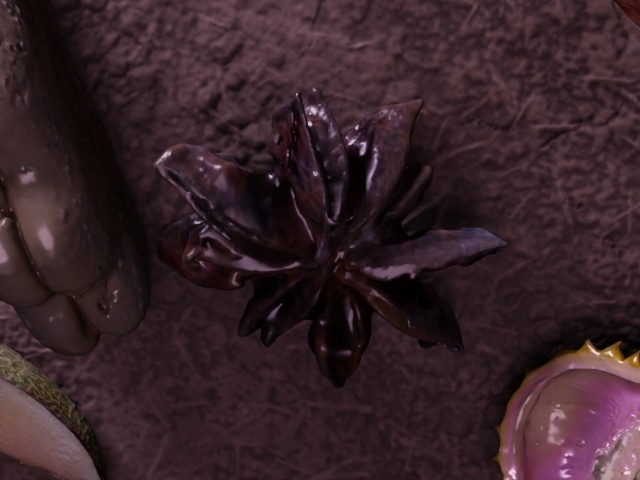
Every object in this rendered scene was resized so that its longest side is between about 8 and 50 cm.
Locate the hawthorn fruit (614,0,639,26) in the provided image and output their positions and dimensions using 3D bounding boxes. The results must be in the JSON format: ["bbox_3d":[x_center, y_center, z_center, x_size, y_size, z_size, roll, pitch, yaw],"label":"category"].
[{"bbox_3d":[0.267,-0.240,0.879,0.284,0.284,0.284,1,112,2],"label":"hawthorn fruit"}]

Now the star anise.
[{"bbox_3d":[0.004,-0.001,1.052,0.282,0.129,0.212,31,116,-19],"label":"star anise"}]

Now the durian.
[{"bbox_3d":[0.219,0.156,1.099,0.165,0.132,0.182,3,108,-8],"label":"durian"}]

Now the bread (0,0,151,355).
[{"bbox_3d":[-0.206,-0.067,1.000,0.102,0.183,0.337,-19,111,1],"label":"bread"}]

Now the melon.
[{"bbox_3d":[-0.235,0.136,1.148,0.182,0.054,0.098,25,116,-7],"label":"melon"}]
